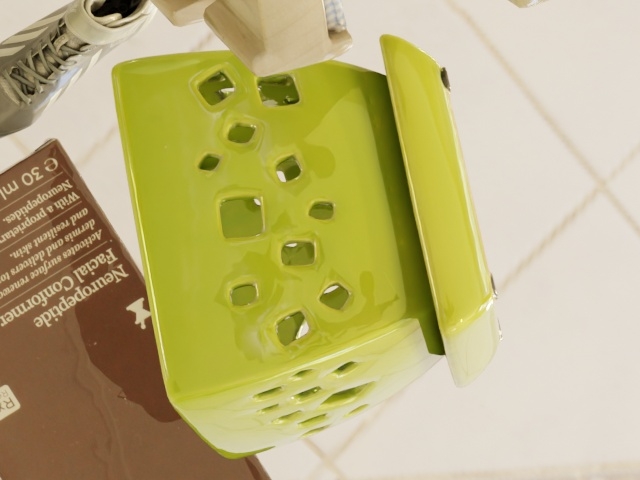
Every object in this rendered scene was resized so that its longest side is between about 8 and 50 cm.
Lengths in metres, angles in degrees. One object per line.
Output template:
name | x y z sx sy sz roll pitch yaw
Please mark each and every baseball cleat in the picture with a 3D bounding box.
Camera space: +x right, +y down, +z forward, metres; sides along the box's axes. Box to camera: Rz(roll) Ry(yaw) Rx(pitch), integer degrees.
baseball cleat | -0.220 -0.161 1.539 0.206 0.109 0.072 -42 93 -9

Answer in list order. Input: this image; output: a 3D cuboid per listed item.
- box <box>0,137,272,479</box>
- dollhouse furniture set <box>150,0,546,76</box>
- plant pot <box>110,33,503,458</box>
box | -0.203 0.125 1.563 0.191 0.143 0.381 -33 95 -10
dollhouse furniture set | 0.061 -0.171 0.503 0.198 0.303 0.286 -21 126 -16
plant pot | 0.000 0.000 1.209 0.207 0.228 0.227 -12 74 4
